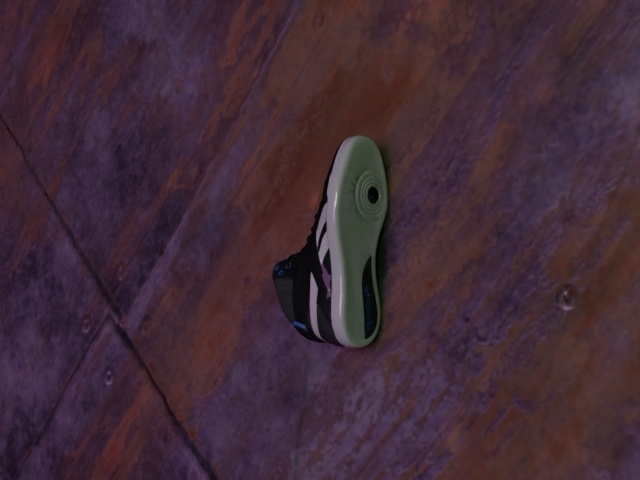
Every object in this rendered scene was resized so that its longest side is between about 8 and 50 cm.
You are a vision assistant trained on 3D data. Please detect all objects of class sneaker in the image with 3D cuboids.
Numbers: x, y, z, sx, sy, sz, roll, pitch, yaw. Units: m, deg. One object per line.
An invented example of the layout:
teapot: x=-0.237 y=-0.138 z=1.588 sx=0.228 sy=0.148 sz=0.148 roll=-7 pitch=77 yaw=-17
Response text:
sneaker: x=0.000 y=0.000 z=1.402 sx=0.121 sy=0.079 sz=0.217 roll=2 pitch=89 yaw=45
